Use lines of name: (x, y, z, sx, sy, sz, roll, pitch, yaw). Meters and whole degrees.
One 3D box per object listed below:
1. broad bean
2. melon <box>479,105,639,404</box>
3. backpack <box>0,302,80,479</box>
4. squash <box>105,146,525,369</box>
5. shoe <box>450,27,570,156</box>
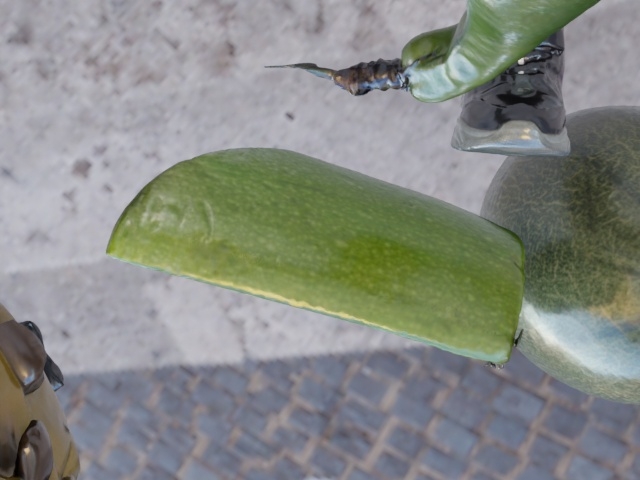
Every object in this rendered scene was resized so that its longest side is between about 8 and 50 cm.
broad bean: (0.088, -0.124, 0.857, 0.098, 0.056, 0.318, 1, 162, -29)
melon: (0.251, 0.011, 1.447, 0.237, 0.301, 0.238, -3, 102, -12)
backpack: (-0.327, 0.131, 1.476, 0.201, 0.378, 0.354, -27, 91, 8)
squash: (0.000, 0.000, 1.278, 0.288, 0.203, 0.111, 16, 89, -6)
shoe: (0.120, -0.110, 1.092, 0.071, 0.169, 0.099, 6, 111, 2)
